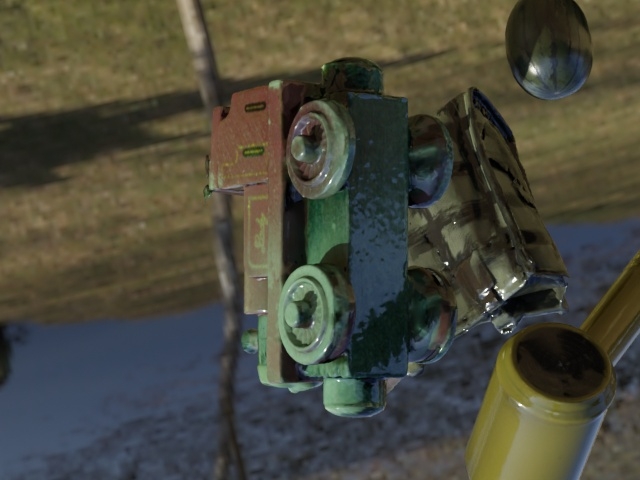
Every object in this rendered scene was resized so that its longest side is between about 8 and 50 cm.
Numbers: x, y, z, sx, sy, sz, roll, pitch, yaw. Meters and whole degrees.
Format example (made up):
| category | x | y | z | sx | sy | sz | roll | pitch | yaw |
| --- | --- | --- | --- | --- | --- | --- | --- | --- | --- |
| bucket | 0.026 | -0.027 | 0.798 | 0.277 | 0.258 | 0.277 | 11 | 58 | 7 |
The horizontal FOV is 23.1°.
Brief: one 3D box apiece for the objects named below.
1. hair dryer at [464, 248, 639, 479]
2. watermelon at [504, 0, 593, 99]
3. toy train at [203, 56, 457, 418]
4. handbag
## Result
| category | x | y | z | sx | sy | sz | roll | pitch | yaw |
| --- | --- | --- | --- | --- | --- | --- | --- | --- | --- |
| hair dryer | 0.213 | 0.077 | 1.209 | 0.279 | 0.090 | 0.135 | -45 | 156 | -38 |
| watermelon | 0.195 | -0.170 | 1.341 | 0.078 | 0.110 | 0.078 | -1 | 139 | -1 |
| toy train | 0.000 | 0.000 | 1.356 | 0.150 | 0.304 | 0.221 | 4 | 174 | -36 |
| handbag | 0.126 | 0.012 | 1.983 | 0.325 | 0.327 | 0.162 | -32 | 136 | 16 |
